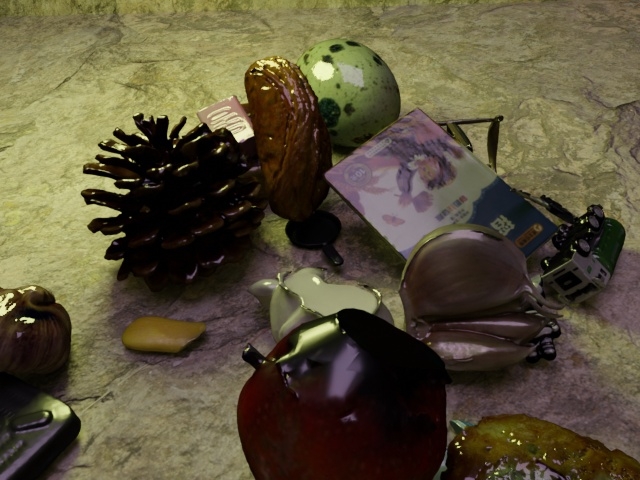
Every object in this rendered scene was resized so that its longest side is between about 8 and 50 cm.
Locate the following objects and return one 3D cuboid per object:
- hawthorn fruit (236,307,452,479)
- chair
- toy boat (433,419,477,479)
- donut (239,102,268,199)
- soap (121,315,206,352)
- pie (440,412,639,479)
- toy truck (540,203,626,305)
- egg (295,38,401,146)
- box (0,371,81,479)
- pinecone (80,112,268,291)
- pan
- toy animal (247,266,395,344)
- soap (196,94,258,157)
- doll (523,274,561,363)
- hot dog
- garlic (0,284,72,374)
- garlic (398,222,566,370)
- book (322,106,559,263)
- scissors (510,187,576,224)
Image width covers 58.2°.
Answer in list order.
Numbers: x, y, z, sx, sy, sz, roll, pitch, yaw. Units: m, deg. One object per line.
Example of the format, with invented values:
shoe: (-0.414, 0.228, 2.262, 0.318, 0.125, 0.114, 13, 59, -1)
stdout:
hawthorn fruit: (0.037, 0.244, 0.793, 0.315, 0.316, 0.316, -3, 38, 3)
chair: (0.336, -0.199, 1.429, 0.272, 0.188, 0.166, -10, 39, -1)
toy boat: (0.205, 0.337, 0.877, 0.149, 0.034, 0.105, -32, 44, -30)
donut: (-0.172, -0.248, 1.584, 0.329, 0.160, 0.330, -6, 48, 7)
soap: (-0.307, 0.186, 1.129, 0.168, 0.033, 0.089, 6, 41, 14)
pie: (0.323, 0.377, 0.758, 0.288, 0.103, 0.354, -33, 46, -31)
toy truck: (0.546, 0.026, 1.177, 0.125, 0.101, 0.242, 46, 49, 1)
egg: (0.070, -0.419, 1.652, 0.287, 0.288, 0.379, -18, 43, -16)
box: (-0.585, 0.341, 0.932, 0.290, 0.073, 0.289, 16, 42, 25)
pinecone: (-0.331, -0.097, 1.256, 0.397, 0.398, 0.398, -3, 38, 3)
pan: (0.000, 0.000, 1.334, 0.136, 0.028, 0.235, -17, 36, -13)
toy animal: (0.002, 0.133, 1.069, 0.208, 0.154, 0.325, -15, 34, -23)
soap: (-0.233, -0.281, 1.478, 0.122, 0.065, 0.203, -27, 49, -5)
doll: (0.392, 0.138, 1.085, 0.091, 0.067, 0.219, -17, 33, 17)
hot dog: (-0.064, -0.238, 1.344, 0.174, 0.267, 0.388, -14, 82, 9)
garlic: (-0.570, 0.153, 1.056, 0.244, 0.161, 0.245, 22, 2, -1)
garlic: (0.258, 0.103, 1.006, 0.291, 0.210, 0.237, -17, 49, 11)
book: (0.250, -0.079, 1.234, 0.300, 0.039, 0.428, -37, 69, -18)
scissors: (0.483, -0.083, 1.252, 0.300, 0.022, 0.109, 13, 28, -46)
